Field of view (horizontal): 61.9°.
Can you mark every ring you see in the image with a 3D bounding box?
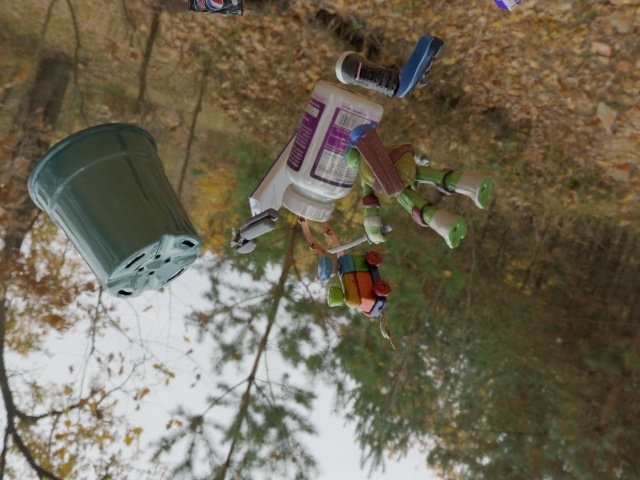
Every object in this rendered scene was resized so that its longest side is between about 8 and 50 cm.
[{"bbox_3d":[0.000,0.000,2.181,0.032,0.336,0.337,-31,-154,-18],"label":"ring"}]

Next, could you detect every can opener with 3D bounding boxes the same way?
[{"bbox_3d":[-0.212,-0.032,1.731,0.093,0.074,0.280,29,150,-23],"label":"can opener"}]

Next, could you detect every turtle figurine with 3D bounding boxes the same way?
[{"bbox_3d":[0.169,-0.078,0.997,0.266,0.274,0.198,29,-138,35],"label":"turtle figurine"}]

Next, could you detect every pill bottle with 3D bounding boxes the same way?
[{"bbox_3d":[0.017,-0.204,1.254,0.169,0.301,0.169,21,-161,-7],"label":"pill bottle"}]

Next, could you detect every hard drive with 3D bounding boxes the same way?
[{"bbox_3d":[-0.141,-0.206,1.858,0.040,0.318,0.210,25,154,13],"label":"hard drive"}]

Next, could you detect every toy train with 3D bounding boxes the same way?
[{"bbox_3d":[0.082,0.136,1.231,0.144,0.105,0.247,3,-131,-17],"label":"toy train"}]

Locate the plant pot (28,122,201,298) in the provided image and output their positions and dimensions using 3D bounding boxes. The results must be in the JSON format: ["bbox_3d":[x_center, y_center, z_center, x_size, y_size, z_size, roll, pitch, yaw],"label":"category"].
[{"bbox_3d":[-0.494,-0.055,1.352,0.334,0.341,0.341,54,-163,17],"label":"plant pot"}]

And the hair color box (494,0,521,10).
[{"bbox_3d":[0.599,-0.845,1.497,0.185,0.339,0.110,40,-161,-21],"label":"hair color box"}]

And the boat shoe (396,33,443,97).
[{"bbox_3d":[0.360,-0.611,1.921,0.089,0.108,0.258,-3,152,-28],"label":"boat shoe"}]

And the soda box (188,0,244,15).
[{"bbox_3d":[-0.323,-0.739,1.660,0.169,0.053,0.060,3,-142,-3],"label":"soda box"}]

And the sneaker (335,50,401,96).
[{"bbox_3d":[0.171,-0.549,1.764,0.147,0.104,0.296,23,-165,28],"label":"sneaker"}]
